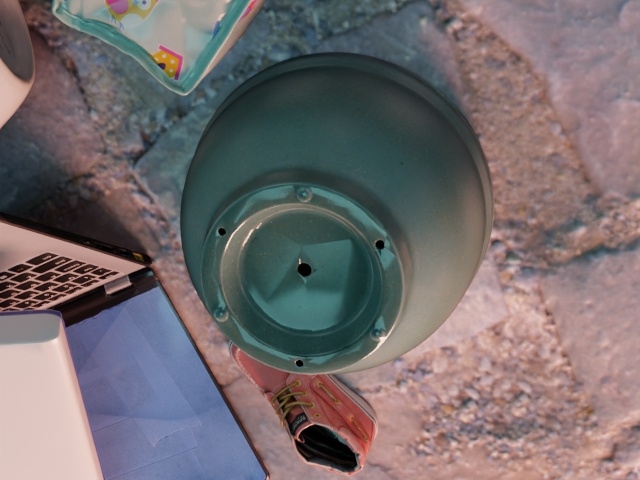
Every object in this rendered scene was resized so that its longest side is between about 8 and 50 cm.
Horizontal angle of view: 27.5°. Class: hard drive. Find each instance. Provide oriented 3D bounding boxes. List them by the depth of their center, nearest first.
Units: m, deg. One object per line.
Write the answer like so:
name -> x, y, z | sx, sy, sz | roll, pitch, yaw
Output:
hard drive -> -0.325, 0.187, 1.244 | 0.210, 0.040, 0.319 | -3, 137, -1

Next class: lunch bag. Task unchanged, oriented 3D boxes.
lunch bag -> -0.084, -0.281, 1.043 | 0.160, 0.223, 0.262 | 30, 114, -10

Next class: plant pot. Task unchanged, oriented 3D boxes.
plant pot -> 0.000, 0.000, 1.154 | 0.293, 0.196, 0.293 | 4, 112, 10

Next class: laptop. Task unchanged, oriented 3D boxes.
laptop -> -0.327, 0.177, 1.275 | 0.381, 0.408, 0.236 | -23, 72, 18

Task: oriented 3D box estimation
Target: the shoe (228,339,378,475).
shoe -> -0.021, 0.157, 1.282 | 0.178, 0.081, 0.063 | 38, 113, -5

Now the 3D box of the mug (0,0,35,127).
mug -> -0.449, -0.199, 1.127 | 0.328, 0.276, 0.374 | -19, 100, 4
